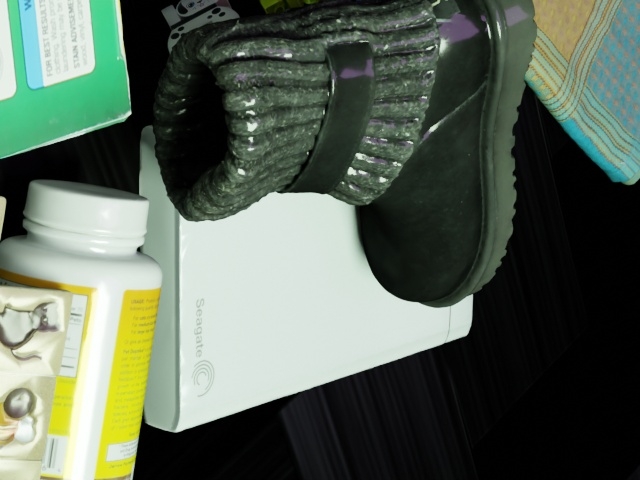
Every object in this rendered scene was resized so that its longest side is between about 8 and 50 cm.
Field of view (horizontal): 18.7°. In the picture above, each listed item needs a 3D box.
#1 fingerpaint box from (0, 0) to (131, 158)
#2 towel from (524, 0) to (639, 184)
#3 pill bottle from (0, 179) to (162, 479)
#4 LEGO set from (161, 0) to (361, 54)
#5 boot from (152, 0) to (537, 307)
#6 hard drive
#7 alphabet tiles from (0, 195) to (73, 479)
[{"bbox_3d":[-0.291,-0.275,0.918,0.163,0.371,0.444,-24,118,-45],"label":"fingerpaint box"},{"bbox_3d":[0.255,-0.249,1.793,0.370,0.040,0.271,42,68,-45],"label":"towel"},{"bbox_3d":[-0.174,0.070,1.340,0.117,0.117,0.215,3,99,-49],"label":"pill bottle"},{"bbox_3d":[-0.011,-0.189,1.449,0.227,0.093,0.087,-29,134,-2],"label":"LEGO set"},{"bbox_3d":[0.008,-0.050,1.421,0.260,0.131,0.348,-24,140,-26],"label":"boot"},{"bbox_3d":[0.000,0.000,1.570,0.353,0.047,0.233,-14,111,-45],"label":"hard drive"},{"bbox_3d":[-0.321,0.101,1.189,0.343,0.011,0.285,6,98,-32],"label":"alphabet tiles"}]
